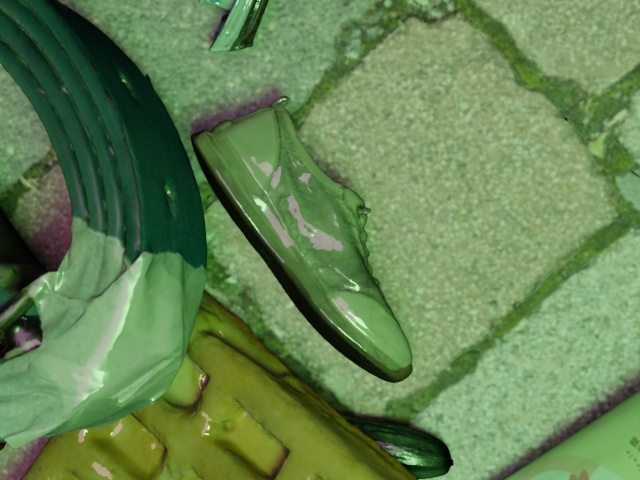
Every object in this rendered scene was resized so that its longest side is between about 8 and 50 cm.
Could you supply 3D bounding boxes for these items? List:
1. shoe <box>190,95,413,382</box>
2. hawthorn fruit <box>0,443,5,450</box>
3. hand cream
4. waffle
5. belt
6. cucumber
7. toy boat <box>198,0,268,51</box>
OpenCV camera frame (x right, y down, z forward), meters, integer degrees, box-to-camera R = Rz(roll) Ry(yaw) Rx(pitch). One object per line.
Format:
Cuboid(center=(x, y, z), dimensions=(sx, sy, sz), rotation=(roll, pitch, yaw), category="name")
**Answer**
Cuboid(center=(0.000, 0.000, 0.989), dimensions=(0.098, 0.103, 0.275), rotation=(-35, 91, -6), category="shoe")
Cuboid(center=(-0.320, 0.165, 1.051), dimensions=(0.077, 0.077, 0.077), rotation=(0, 94, 7), category="hawthorn fruit")
Cuboid(center=(0.260, 0.200, 0.982), dimensions=(0.306, 0.093, 0.147), rotation=(-43, 91, 17), category="hand cream")
Cuboid(center=(-0.127, 0.246, 0.995), dimensions=(0.304, 0.077, 0.348), rotation=(37, 95, 20), category="waffle")
Cuboid(center=(-0.273, -0.043, 0.953), dimensions=(0.300, 0.173, 0.436), rotation=(-35, 81, 11), category="belt")
Cuboid(center=(0.066, 0.186, 1.015), dimensions=(0.105, 0.048, 0.048), rotation=(9, 95, 6), category="cucumber")
Cuboid(center=(-0.070, -0.230, 0.998), dimensions=(0.066, 0.059, 0.140), rotation=(18, 100, -11), category="toy boat")
